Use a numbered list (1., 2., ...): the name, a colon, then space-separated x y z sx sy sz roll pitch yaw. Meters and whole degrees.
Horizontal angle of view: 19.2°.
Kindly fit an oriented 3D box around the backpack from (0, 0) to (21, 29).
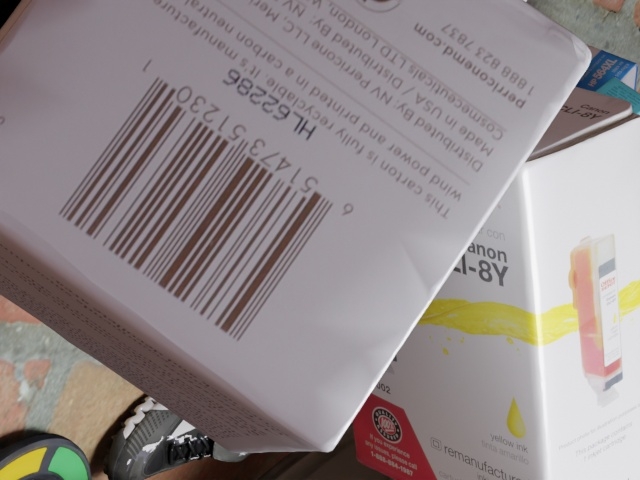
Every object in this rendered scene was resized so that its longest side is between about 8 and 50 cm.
1. backpack: -0.241 -0.234 1.278 0.188 0.144 0.166 -45 156 17

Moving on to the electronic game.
1. electronic game: -0.298 0.285 1.781 0.229 0.048 0.229 -41 146 -36

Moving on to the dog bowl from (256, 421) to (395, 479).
1. dog bowl: 0.050 0.324 2.043 0.408 0.408 0.150 -42 103 -34

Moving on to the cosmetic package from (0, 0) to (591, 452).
1. cosmetic package: -0.074 -0.065 1.375 0.327 0.329 0.394 -56 -173 -12

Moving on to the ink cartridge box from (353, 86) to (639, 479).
1. ink cartridge box: 0.155 0.051 1.752 0.160 0.279 0.384 -23 117 -33

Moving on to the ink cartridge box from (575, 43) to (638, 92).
1. ink cartridge box: 0.246 -0.160 2.148 0.086 0.203 0.148 -45 149 -34

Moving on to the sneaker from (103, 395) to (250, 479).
1. sneaker: -0.118 0.192 1.944 0.234 0.106 0.078 -32 140 -44

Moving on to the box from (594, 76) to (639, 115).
1. box: 0.247 -0.059 1.996 0.244 0.060 0.100 -38 144 -19
